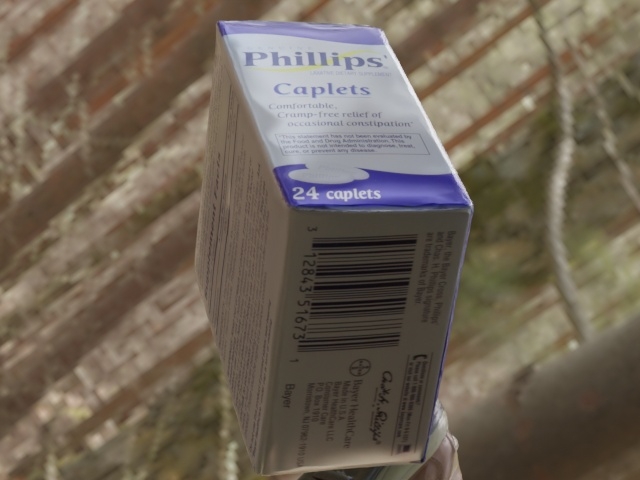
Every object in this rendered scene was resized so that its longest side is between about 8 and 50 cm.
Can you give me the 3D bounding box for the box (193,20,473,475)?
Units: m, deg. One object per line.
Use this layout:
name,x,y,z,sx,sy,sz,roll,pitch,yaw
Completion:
box,0.000,0.000,0.758,0.072,0.126,0.137,-2,36,-15

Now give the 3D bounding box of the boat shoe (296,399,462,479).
boat shoe,0.009,0.270,1.686,0.122,0.324,0.120,16,-40,57
